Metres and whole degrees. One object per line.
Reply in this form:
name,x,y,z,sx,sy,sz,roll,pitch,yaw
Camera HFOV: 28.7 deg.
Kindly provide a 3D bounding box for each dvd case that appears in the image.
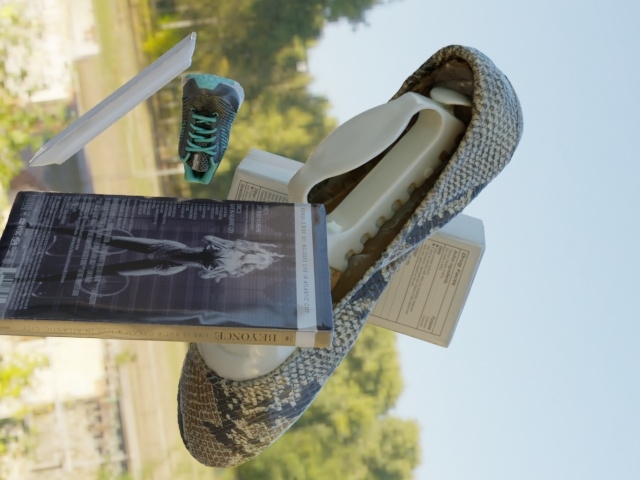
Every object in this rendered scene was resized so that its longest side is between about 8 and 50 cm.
dvd case,-0.104,0.016,0.834,0.164,0.221,0.018,-94,-173,-60

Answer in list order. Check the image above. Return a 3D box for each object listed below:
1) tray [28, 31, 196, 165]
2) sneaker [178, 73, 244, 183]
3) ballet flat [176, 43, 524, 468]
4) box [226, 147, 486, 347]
tray,-0.267,-0.183,1.667,0.030,0.270,0.145,53,4,-14
sneaker,-0.113,-0.107,1.242,0.166,0.065,0.076,102,-4,-69
ballet flat,0.000,0.000,1.186,0.164,0.483,0.182,41,-2,31
box,0.034,0.007,1.536,0.121,0.311,0.148,-70,178,-73
